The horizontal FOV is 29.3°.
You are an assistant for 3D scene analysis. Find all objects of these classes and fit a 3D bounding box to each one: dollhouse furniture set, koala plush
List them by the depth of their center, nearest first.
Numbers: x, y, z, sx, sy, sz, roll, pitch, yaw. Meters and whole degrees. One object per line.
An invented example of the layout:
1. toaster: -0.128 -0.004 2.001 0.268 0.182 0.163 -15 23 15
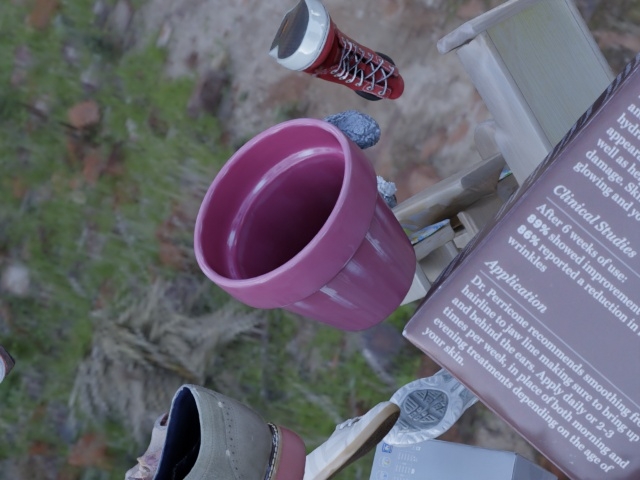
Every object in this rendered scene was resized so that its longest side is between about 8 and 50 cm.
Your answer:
1. dollhouse furniture set: 0.189 -0.118 1.550 0.256 0.362 0.394 61 148 -2
2. koala plush: 0.033 -0.060 1.843 0.221 0.203 0.196 43 134 39

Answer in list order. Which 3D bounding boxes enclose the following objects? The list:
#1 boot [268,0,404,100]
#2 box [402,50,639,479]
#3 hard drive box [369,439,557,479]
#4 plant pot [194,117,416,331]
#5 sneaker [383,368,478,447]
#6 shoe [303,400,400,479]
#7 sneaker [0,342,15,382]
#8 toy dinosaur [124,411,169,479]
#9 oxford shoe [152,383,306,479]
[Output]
1. boot: 0.035 -0.225 1.515 0.088 0.176 0.244 -65 9 5
2. box: 0.249 -0.029 0.805 0.381 0.191 0.143 -49 -3 22
3. hard drive box: 0.221 0.370 1.887 0.232 0.181 0.089 3 71 33
4. plant pot: 0.000 0.000 1.287 0.201 0.180 0.201 -23 48 29
5. sneaker: 0.188 0.232 1.805 0.232 0.115 0.090 -35 70 -8
6. shoe: 0.019 0.290 1.692 0.219 0.076 0.058 -44 71 11
7. sneaker: -0.414 0.105 1.404 0.061 0.158 0.065 -44 -2 16
8. toy dinosaur: -0.167 0.333 1.268 0.200 0.295 0.127 -7 22 35
9. oxford shoe: -0.121 0.270 0.938 0.123 0.130 0.348 -32 30 40
